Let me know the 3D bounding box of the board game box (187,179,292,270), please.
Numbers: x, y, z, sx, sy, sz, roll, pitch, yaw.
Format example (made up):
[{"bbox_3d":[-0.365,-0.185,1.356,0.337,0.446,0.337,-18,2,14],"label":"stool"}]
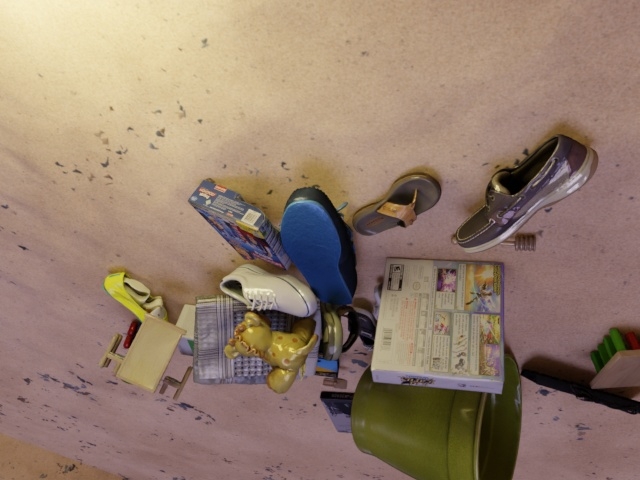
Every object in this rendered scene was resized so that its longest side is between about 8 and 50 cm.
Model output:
[{"bbox_3d":[-0.141,-0.018,1.279,0.194,0.060,0.194,22,158,33],"label":"board game box"}]

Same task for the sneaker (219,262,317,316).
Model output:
[{"bbox_3d":[-0.117,0.122,1.381,0.258,0.091,0.094,13,126,44],"label":"sneaker"}]

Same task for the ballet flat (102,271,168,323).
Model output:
[{"bbox_3d":[-0.450,0.158,1.628,0.077,0.077,0.231,-28,127,19],"label":"ballet flat"}]

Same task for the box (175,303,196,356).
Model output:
[{"bbox_3d":[-0.319,0.237,1.660,0.087,0.102,0.101,7,142,12],"label":"box"}]

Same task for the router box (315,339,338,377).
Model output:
[{"bbox_3d":[-0.038,0.312,1.721,0.178,0.046,0.133,6,142,8],"label":"router box"}]

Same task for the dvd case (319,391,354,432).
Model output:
[{"bbox_3d":[0.112,0.539,1.978,0.179,0.030,0.239,-1,141,17],"label":"dvd case"}]

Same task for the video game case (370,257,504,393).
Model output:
[{"bbox_3d":[0.239,0.162,1.272,0.244,0.270,0.061,2,142,14],"label":"video game case"}]

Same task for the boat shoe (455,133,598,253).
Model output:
[{"bbox_3d":[0.327,-0.081,1.086,0.092,0.103,0.285,34,134,-18],"label":"boat shoe"}]

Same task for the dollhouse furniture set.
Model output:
[{"bbox_3d":[-0.420,0.284,1.603,0.212,0.161,0.242,26,165,-7],"label":"dollhouse furniture set"}]

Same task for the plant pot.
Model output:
[{"bbox_3d":[0.278,0.445,1.591,0.352,0.367,0.366,2,143,31],"label":"plant pot"}]

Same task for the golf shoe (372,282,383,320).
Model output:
[{"bbox_3d":[0.152,0.164,1.463,0.086,0.068,0.186,-7,139,26],"label":"golf shoe"}]

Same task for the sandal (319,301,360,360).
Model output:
[{"bbox_3d":[0.045,0.194,1.381,0.086,0.303,0.120,-3,96,-1],"label":"sandal"}]

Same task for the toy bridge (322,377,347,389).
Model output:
[{"bbox_3d":[0.038,0.393,1.756,0.063,0.026,0.188,8,167,2],"label":"toy bridge"}]

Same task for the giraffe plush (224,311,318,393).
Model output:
[{"bbox_3d":[-0.117,0.233,1.422,0.170,0.181,0.210,27,179,-7],"label":"giraffe plush"}]

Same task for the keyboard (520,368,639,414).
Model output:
[{"bbox_3d":[0.658,0.370,1.542,0.317,0.033,0.201,16,179,-7],"label":"keyboard"}]

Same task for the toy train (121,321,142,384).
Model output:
[{"bbox_3d":[-0.528,0.348,1.825,0.105,0.143,0.248,22,141,-11],"label":"toy train"}]

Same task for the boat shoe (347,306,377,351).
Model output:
[{"bbox_3d":[0.111,0.234,1.548,0.075,0.065,0.206,6,150,27],"label":"boat shoe"}]

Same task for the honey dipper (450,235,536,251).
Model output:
[{"bbox_3d":[0.335,0.004,1.244,0.160,0.030,0.030,2,141,18],"label":"honey dipper"}]

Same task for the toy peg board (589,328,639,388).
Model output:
[{"bbox_3d":[0.703,0.260,1.440,0.160,0.079,0.161,-3,143,-6],"label":"toy peg board"}]

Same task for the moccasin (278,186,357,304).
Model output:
[{"bbox_3d":[0.000,0.000,1.266,0.137,0.117,0.342,7,146,14],"label":"moccasin"}]

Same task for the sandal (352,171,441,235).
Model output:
[{"bbox_3d":[0.139,-0.054,1.199,0.090,0.060,0.219,35,137,-26],"label":"sandal"}]

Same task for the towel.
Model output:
[{"bbox_3d":[-0.155,0.254,1.564,0.312,0.056,0.324,0,132,-12],"label":"towel"}]
